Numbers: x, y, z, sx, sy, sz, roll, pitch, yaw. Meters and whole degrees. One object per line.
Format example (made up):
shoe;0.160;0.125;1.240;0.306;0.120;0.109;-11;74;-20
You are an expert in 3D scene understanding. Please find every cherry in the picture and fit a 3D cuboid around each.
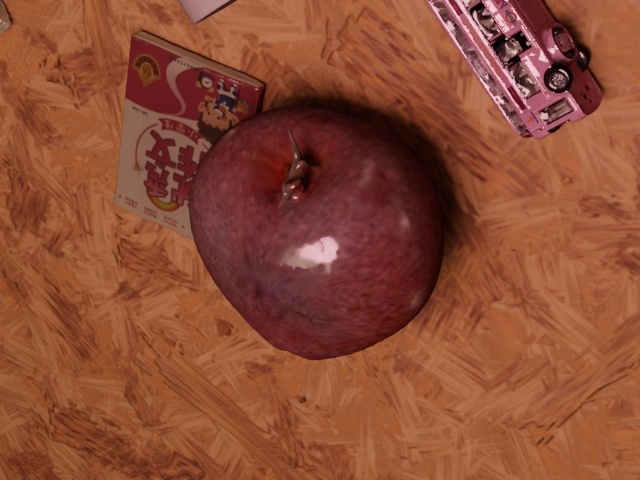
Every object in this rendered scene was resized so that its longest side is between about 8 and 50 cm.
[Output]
cherry;0.000;0.000;1.127;0.261;0.221;0.307;23;141;25

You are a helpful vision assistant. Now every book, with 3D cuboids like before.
book;-0.154;-0.106;1.271;0.162;0.022;0.232;25;127;14

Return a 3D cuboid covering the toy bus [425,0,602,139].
toy bus;0.170;-0.189;1.013;0.090;0.063;0.203;-29;99;42

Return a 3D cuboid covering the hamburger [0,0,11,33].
hamburger;-0.419;-0.281;1.295;0.084;0.054;0.121;-17;116;34

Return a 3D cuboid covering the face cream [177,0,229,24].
face cream;-0.080;-0.303;1.008;0.177;0.177;0.153;-24;103;37
